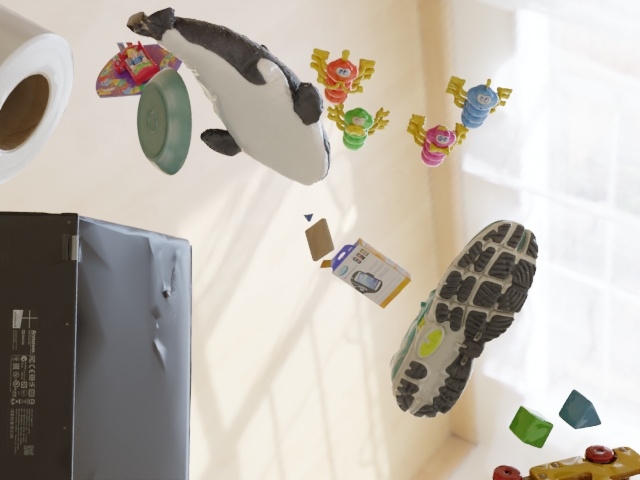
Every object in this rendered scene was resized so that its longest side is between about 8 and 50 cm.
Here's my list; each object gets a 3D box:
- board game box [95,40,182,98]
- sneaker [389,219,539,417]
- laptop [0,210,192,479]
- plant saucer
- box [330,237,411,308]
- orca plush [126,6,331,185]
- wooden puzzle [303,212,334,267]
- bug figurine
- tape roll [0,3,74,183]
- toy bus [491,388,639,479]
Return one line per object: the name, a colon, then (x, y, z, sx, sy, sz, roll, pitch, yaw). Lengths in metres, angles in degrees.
board game box: (-0.315, -0.302, 1.962, 0.033, 0.169, 0.133, 61, 39, -43)
sneaker: (0.158, 0.083, 1.393, 0.107, 0.110, 0.275, 25, 111, -19)
laptop: (-0.357, 0.169, 1.425, 0.236, 0.408, 0.382, 142, -51, -77)
plant saucer: (-0.177, -0.131, 1.272, 0.021, 0.119, 0.119, -4, 112, -33)
box: (0.086, 0.055, 2.058, 0.081, 0.136, 0.028, -48, -166, 26)
orca plush: (-0.091, -0.183, 1.312, 0.287, 0.151, 0.102, 29, 42, -23)
wooden puzzle: (0.000, 0.000, 2.183, 0.014, 0.078, 0.116, -8, 82, -34)
bug figurine: (0.115, -0.177, 1.598, 0.216, 0.279, 0.072, 99, 2, -64)
tape roll: (-0.493, -0.221, 1.652, 0.246, 0.169, 0.246, -56, 167, -21)
toy bus: (0.228, 0.262, 1.052, 0.191, 0.104, 0.202, 39, 92, -29)
